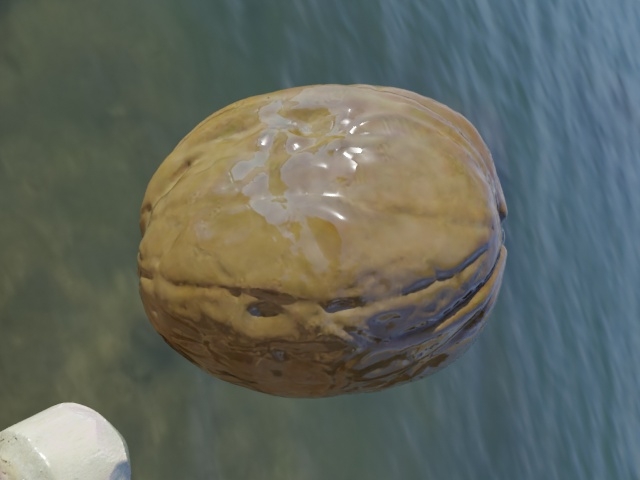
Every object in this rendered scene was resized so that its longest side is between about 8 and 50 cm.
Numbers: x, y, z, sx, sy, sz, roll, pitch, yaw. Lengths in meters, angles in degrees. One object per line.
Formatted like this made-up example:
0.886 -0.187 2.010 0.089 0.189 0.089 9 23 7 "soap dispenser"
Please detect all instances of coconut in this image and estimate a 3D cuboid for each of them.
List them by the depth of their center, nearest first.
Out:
-0.401 0.362 1.655 0.234 0.224 0.224 -15 84 -40 "coconut"

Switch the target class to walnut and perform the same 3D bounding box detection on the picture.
0.000 -0.002 0.894 0.252 0.313 0.277 75 18 -64 "walnut"
